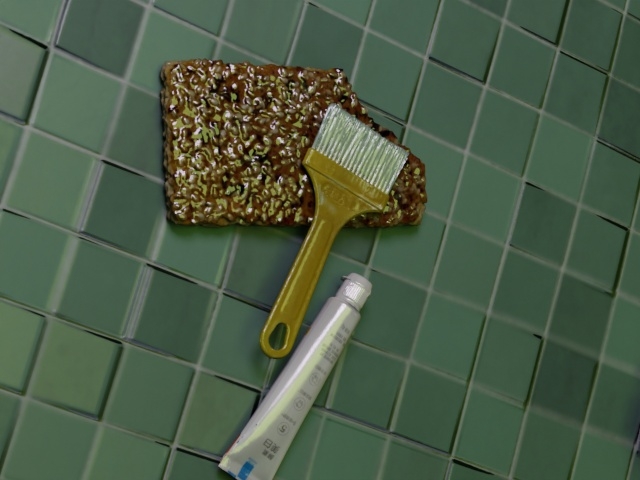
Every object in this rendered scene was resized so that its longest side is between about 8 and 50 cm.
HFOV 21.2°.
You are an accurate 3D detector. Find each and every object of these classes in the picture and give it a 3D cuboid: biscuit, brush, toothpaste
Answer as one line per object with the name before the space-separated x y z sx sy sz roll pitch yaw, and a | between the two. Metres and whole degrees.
biscuit | -0.015 -0.075 1.358 0.236 0.026 0.131 0 88 -29
brush | 0.000 0.000 1.343 0.083 0.011 0.205 31 74 -27
toothpaste | -0.014 0.109 1.345 0.048 0.031 0.190 40 72 -25
